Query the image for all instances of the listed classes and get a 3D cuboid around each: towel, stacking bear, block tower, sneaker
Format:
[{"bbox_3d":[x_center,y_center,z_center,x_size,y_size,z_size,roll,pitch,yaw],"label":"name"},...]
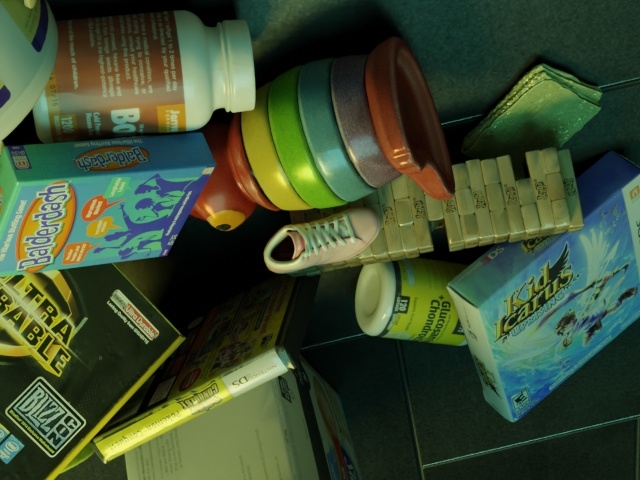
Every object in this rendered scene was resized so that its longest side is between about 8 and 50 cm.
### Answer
[{"bbox_3d":[0.240,-0.135,1.562,0.110,0.027,0.148,21,126,-32],"label":"towel"},{"bbox_3d":[-0.029,-0.095,1.445,0.289,0.164,0.175,-17,162,18],"label":"stacking bear"},{"bbox_3d":[0.121,-0.032,1.546,0.335,0.097,0.091,-11,172,5],"label":"block tower"},{"bbox_3d":[0.000,0.000,1.476,0.134,0.051,0.070,-20,172,4],"label":"sneaker"}]

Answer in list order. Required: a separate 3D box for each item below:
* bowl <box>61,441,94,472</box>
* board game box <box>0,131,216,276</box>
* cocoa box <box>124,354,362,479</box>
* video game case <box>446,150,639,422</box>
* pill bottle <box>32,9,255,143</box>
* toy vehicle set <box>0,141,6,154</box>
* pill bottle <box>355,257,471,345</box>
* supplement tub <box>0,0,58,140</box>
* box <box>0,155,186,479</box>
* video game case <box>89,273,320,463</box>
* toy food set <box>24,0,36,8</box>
[{"bbox_3d":[-0.426,0.213,1.636,0.289,0.289,0.156,-14,95,1],"label":"bowl"},{"bbox_3d":[-0.228,-0.035,1.364,0.210,0.047,0.160,-7,148,-32],"label":"board game box"},{"bbox_3d":[-0.085,0.319,1.712,0.231,0.347,0.228,-29,135,13],"label":"cocoa box"},{"bbox_3d":[0.294,0.061,1.671,0.269,0.061,0.244,-38,137,-13],"label":"video game case"},{"bbox_3d":[-0.177,-0.164,1.359,0.216,0.121,0.121,-6,136,-7],"label":"pill bottle"},{"bbox_3d":[-0.440,-0.065,1.319,0.266,0.166,0.035,-25,113,-10],"label":"toy vehicle set"},{"bbox_3d":[0.143,0.076,1.698,0.184,0.103,0.103,8,133,-21],"label":"pill bottle"},{"bbox_3d":[-0.397,-0.233,1.148,0.241,0.241,0.331,-22,135,9],"label":"supplement tub"},{"bbox_3d":[-0.341,0.082,1.447,0.257,0.079,0.322,-46,115,-13],"label":"box"},{"bbox_3d":[-0.124,0.131,1.581,0.248,0.275,0.035,-28,104,15],"label":"video game case"},{"bbox_3d":[-0.220,-0.299,1.194,0.038,0.192,0.132,23,137,10],"label":"toy food set"}]
